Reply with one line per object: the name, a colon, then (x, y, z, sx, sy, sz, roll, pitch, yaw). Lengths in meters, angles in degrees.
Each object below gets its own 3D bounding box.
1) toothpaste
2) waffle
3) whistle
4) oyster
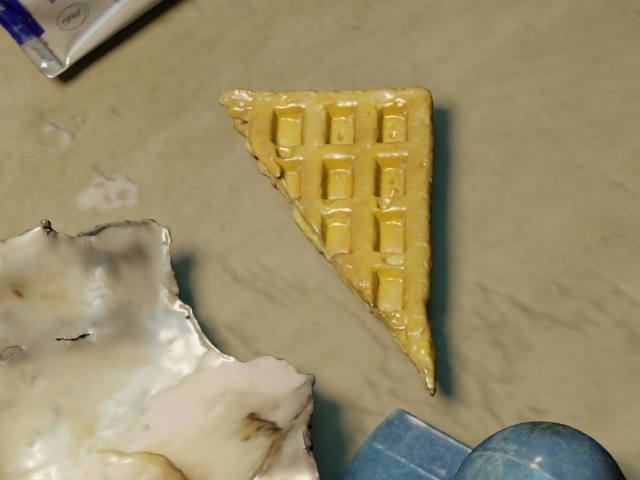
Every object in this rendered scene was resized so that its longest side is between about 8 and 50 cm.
toothpaste: (-0.050, -0.209, 1.145, 0.323, 0.066, 0.100, -35, 58, -12)
waffle: (0.000, 0.000, 0.999, 0.125, 0.032, 0.191, 1, 53, 6)
whistle: (0.081, 0.114, 0.875, 0.158, 0.090, 0.090, 27, 61, 23)
oyster: (-0.125, 0.113, 0.893, 0.271, 0.100, 0.275, -16, 41, -8)
